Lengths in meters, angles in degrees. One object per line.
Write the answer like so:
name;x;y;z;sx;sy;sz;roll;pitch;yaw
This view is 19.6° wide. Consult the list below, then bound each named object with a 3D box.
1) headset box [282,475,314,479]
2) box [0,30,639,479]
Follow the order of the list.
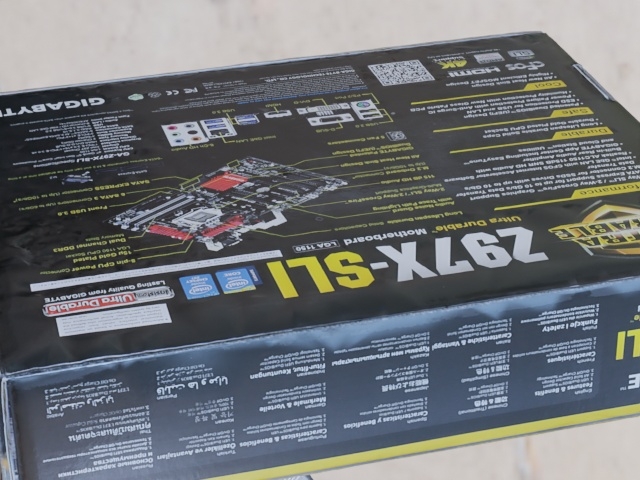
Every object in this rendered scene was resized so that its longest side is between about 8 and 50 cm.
headset box;-0.166;0.206;1.589;0.283;0.246;0.131;56;37;-12
box;0.000;0.000;0.831;0.257;0.322;0.079;-120;-154;-56
